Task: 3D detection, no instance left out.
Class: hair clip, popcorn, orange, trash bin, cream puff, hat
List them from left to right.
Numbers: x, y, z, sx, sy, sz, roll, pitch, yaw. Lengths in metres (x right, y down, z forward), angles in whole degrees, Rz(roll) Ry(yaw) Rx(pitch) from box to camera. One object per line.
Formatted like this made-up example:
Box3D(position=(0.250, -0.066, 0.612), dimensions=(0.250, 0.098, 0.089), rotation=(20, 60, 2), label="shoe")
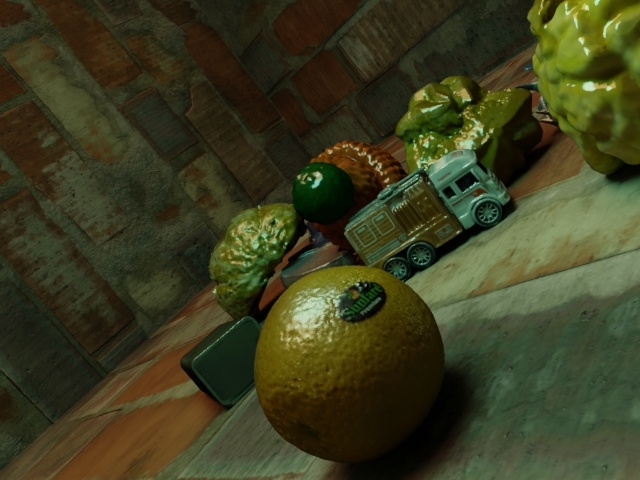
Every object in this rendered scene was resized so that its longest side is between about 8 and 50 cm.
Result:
Box3D(position=(-0.208, 0.260, 1.360), dimensions=(0.164, 0.122, 0.240), rotation=(-41, 7, -21), label="trash bin")
Box3D(position=(-0.193, 0.043, 1.744), dimensions=(0.368, 0.211, 0.271), rotation=(-59, 8, 1), label="orange")
Box3D(position=(-0.013, 0.005, 1.869), dimensions=(0.090, 0.137, 0.278), rotation=(-15, 29, 35), label="hair clip")
Box3D(position=(0.030, -0.094, 1.426), dimensions=(0.285, 0.285, 0.400), rotation=(-32, -12, 33), label="hat")
Box3D(position=(0.033, 0.138, 0.719), dimensions=(0.236, 0.236, 0.236), rotation=(-37, 9, 7), label="orange")
Box3D(position=(0.325, -0.249, 1.365), dimensions=(0.323, 0.274, 0.270), rotation=(-48, 4, -35), label="cream puff")
Box3D(position=(0.470, -0.259, 0.882), dimensions=(0.349, 0.349, 0.381), rotation=(-39, -16, -6), label="popcorn")

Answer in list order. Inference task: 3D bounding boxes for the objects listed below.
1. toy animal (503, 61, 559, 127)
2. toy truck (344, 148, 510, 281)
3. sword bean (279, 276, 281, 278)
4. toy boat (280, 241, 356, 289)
Box3D(position=(0.544, -0.340, 1.371), dimensions=(0.176, 0.256, 0.239), rotation=(-62, -29, -6), label="toy animal")
Box3D(position=(0.201, -0.056, 1.202), dimensions=(0.305, 0.162, 0.136), rotation=(-34, 9, 19), label="toy truck")
Box3D(position=(-0.105, 0.103, 2.082), dimensions=(0.083, 0.012, 0.012), rotation=(-39, 9, 1), label="sword bean")
Box3D(position=(0.002, 0.079, 1.637), dimensions=(0.228, 0.085, 0.155), rotation=(-23, 22, 17), label="toy boat")
